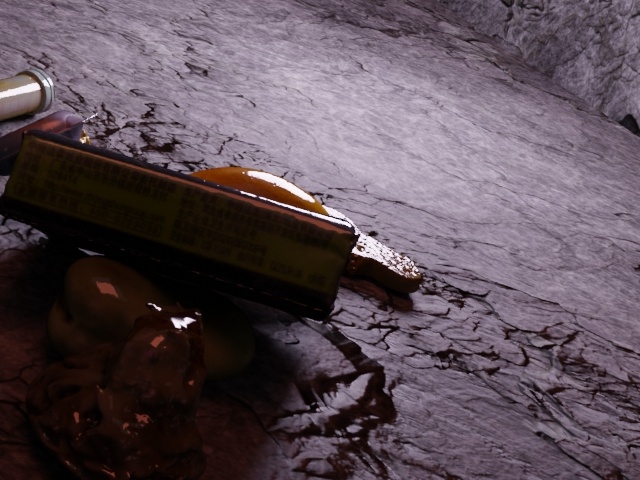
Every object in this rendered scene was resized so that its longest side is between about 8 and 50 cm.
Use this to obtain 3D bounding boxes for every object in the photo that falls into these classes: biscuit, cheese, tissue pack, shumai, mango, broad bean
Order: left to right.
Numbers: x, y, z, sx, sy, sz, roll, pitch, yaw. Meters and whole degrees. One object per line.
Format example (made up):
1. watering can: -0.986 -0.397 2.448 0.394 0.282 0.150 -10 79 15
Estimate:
1. cheese: -0.401 -0.116 1.591 0.245 0.052 0.135 -20 11 18
2. shumai: -0.187 0.143 1.205 0.206 0.175 0.166 33 26 34
3. broad bean: -0.195 0.097 1.407 0.263 0.121 0.189 21 14 -40
4. tissue pack: -0.159 -0.014 1.473 0.394 0.124 0.288 17 -4 0
5. mango: -0.097 -0.027 1.700 0.252 0.126 0.153 7 42 -16
6. biscuit: 0.005 -0.001 1.850 0.320 0.047 0.183 22 27 2

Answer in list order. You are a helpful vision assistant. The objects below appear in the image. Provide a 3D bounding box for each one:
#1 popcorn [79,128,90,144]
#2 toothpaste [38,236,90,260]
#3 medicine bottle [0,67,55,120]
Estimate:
1. popcorn: -0.389 -0.148 1.828 0.082 0.057 0.083 -16 45 -45
2. toothpaste: -0.325 0.014 1.572 0.083 0.019 0.027 22 -5 0
3. medicine bottle: -0.500 -0.211 1.859 0.074 0.073 0.218 28 26 15
